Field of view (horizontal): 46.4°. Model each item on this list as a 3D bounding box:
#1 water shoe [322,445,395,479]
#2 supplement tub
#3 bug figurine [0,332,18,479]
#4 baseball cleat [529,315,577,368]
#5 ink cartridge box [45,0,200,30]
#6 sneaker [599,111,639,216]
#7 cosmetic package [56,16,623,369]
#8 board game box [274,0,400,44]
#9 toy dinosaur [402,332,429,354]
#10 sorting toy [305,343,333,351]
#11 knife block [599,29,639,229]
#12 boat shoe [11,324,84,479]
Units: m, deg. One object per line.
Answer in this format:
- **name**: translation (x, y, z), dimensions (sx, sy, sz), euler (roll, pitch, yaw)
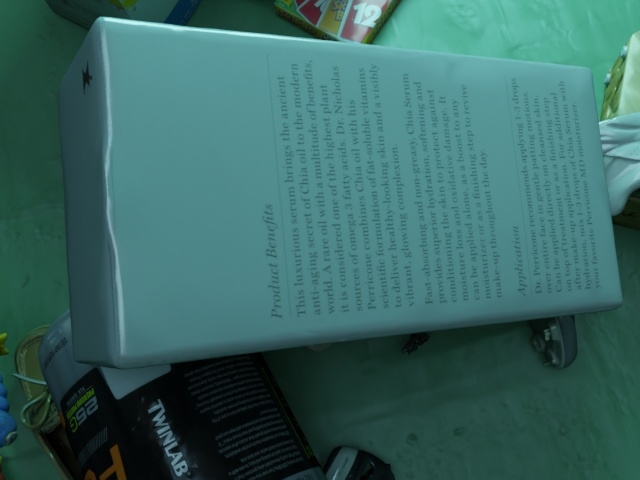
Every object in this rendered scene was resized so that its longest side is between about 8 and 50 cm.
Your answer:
- **water shoe**: translation (0.016, 0.312, 0.749), dimensions (0.080, 0.073, 0.203), euler (19, 79, 5)
- **supplement tub**: translation (-0.114, 0.196, 0.680), dimensions (0.194, 0.193, 0.316), euler (-30, 68, -3)
- **bug figurine**: translation (-0.347, 0.169, 0.753), dimensions (0.072, 0.279, 0.216), euler (-9, 55, -31)
- **baseball cleat**: translation (0.262, 0.029, 0.802), dimensions (0.109, 0.072, 0.205), euler (-11, 83, -12)
- **ink cartridge box**: translation (-0.244, -0.355, 0.855), dimensions (0.171, 0.232, 0.168), euler (28, 80, 10)
- **sneaker**: translation (0.365, -0.082, 0.730), dimensions (0.232, 0.090, 0.115), euler (-18, 81, 10)
- **cosmetic package**: translation (0.029, -0.031, 0.636), dimensions (0.453, 0.161, 0.230), euler (-2, 83, -29)
- **board game box**: translation (0.066, -0.360, 0.937), dimensions (0.124, 0.039, 0.259), euler (32, 78, 11)
- **toy dinosaur**: translation (0.102, 0.050, 0.816), dimensions (0.268, 0.064, 0.118), euler (-32, 69, -7)
- **sorting toy**: translation (0.000, 0.000, 0.823), dimensions (0.193, 0.038, 0.208), euler (34, 76, 34)
- **knife block**: translation (0.422, -0.072, 0.805), dimensions (0.242, 0.088, 0.275), euler (12, 77, 7)
- **boat shoe**: translation (-0.238, 0.203, 0.787), dimensions (0.104, 0.089, 0.285), euler (-40, 76, -5)
